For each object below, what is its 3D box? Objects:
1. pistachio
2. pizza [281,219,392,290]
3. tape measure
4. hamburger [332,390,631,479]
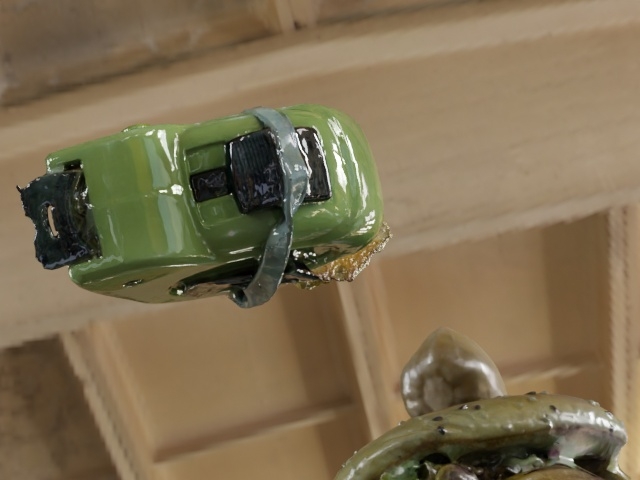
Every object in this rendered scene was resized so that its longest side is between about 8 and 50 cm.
[{"bbox_3d":[0.153,0.168,1.750,0.108,0.126,0.185,-13,-34,19],"label":"pistachio"},{"bbox_3d":[0.000,0.000,1.357,0.099,0.160,0.036,30,-39,13],"label":"pizza"},{"bbox_3d":[-0.052,-0.014,0.894,0.175,0.106,0.200,-14,-11,7],"label":"tape measure"},{"bbox_3d":[0.142,0.287,1.485,0.277,0.195,0.318,13,-53,-32],"label":"hamburger"}]
